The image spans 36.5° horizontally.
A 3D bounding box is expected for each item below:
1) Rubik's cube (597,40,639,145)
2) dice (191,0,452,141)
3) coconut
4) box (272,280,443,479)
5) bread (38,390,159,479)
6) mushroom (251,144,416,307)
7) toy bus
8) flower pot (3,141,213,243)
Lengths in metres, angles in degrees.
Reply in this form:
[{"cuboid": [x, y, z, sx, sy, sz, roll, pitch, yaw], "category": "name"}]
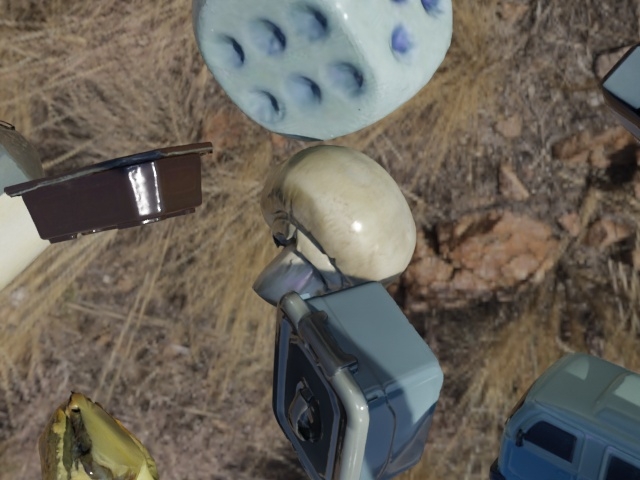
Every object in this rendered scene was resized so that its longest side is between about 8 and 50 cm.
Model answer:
[{"cuboid": [0.641, -0.204, 1.453, 0.288, 0.293, 0.283, 31, 101, -43], "category": "Rubik's cube"}, {"cuboid": [0.003, -0.314, 1.351, 0.268, 0.263, 0.265, -8, 128, 41], "category": "dice"}, {"cuboid": [-0.573, -0.058, 1.568, 0.322, 0.323, 0.323, 5, 138, 4], "category": "coconut"}, {"cuboid": [0.027, 0.156, 0.980, 0.130, 0.162, 0.227, -20, 142, -21], "category": "box"}, {"cuboid": [-0.339, 0.354, 1.457, 0.162, 0.204, 0.262, -26, 130, 3], "category": "bread"}, {"cuboid": [0.000, 0.000, 1.327, 0.234, 0.254, 0.260, -41, 133, -14], "category": "mushroom"}, {"cuboid": [0.315, 0.219, 0.967, 0.271, 0.133, 0.165, 24, 132, 33], "category": "toy bus"}, {"cuboid": [-0.254, -0.054, 1.204, 0.250, 0.179, 0.084, -11, 95, 29], "category": "flower pot"}]
